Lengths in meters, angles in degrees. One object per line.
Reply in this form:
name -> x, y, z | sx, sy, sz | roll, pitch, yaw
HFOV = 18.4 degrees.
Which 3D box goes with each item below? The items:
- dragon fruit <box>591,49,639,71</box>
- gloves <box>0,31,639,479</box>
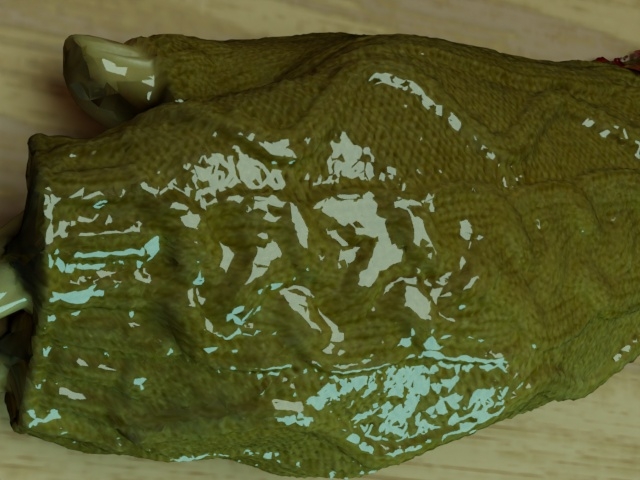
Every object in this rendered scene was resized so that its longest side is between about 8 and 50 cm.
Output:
dragon fruit -> 0.200, -0.026, 0.965 | 0.153, 0.111, 0.153 | 2, 84, -25
gloves -> 0.013, -0.004, 0.831 | 0.356, 0.155, 0.203 | -10, 81, -24
